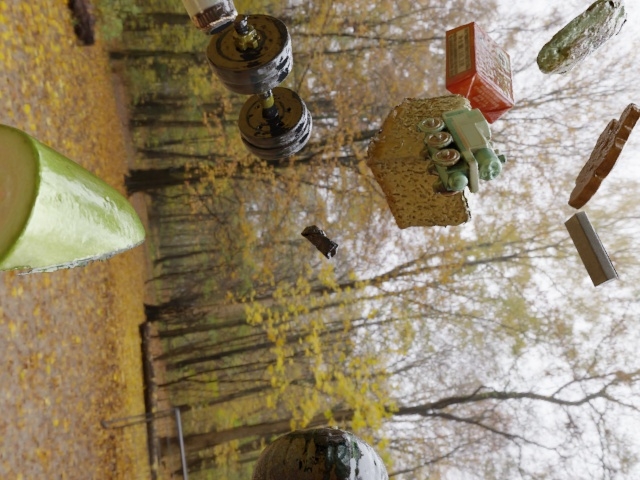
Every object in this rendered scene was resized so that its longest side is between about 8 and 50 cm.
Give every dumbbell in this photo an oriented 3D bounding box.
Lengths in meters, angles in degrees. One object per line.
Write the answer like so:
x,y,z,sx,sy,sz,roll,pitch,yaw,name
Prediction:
-0.130,-0.340,1.234,0.388,0.185,0.185,74,0,-58,dumbbell

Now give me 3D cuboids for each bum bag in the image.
0.000,0.001,1.576,0.124,0.058,0.034,45,-20,15,bum bag

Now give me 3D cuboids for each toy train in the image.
0.234,-0.152,0.913,0.194,0.125,0.081,-98,172,-50,toy train

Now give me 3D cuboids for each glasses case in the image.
0.758,0.023,1.522,0.071,0.047,0.205,97,-22,-69,glasses case

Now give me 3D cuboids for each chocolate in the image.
0.488,-0.516,1.661,0.108,0.234,0.238,-22,-129,47,chocolate

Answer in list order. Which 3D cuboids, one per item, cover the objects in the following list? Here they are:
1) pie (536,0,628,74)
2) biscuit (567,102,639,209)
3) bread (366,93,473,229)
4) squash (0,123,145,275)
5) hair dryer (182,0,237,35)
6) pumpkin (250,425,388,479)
0.731,-0.578,1.522,0.106,0.274,0.257,56,20,18,pie
0.707,-0.203,1.357,0.295,0.044,0.186,-58,170,-10,biscuit
0.289,-0.209,1.442,0.248,0.315,0.279,-2,-57,35,bread
-0.409,-0.017,0.813,0.309,0.233,0.210,62,38,-66,squash
-0.196,-0.407,0.653,0.128,0.203,0.362,-5,-65,53,hair dryer
0.001,0.543,1.238,0.315,0.314,0.239,102,-3,-51,pumpkin
